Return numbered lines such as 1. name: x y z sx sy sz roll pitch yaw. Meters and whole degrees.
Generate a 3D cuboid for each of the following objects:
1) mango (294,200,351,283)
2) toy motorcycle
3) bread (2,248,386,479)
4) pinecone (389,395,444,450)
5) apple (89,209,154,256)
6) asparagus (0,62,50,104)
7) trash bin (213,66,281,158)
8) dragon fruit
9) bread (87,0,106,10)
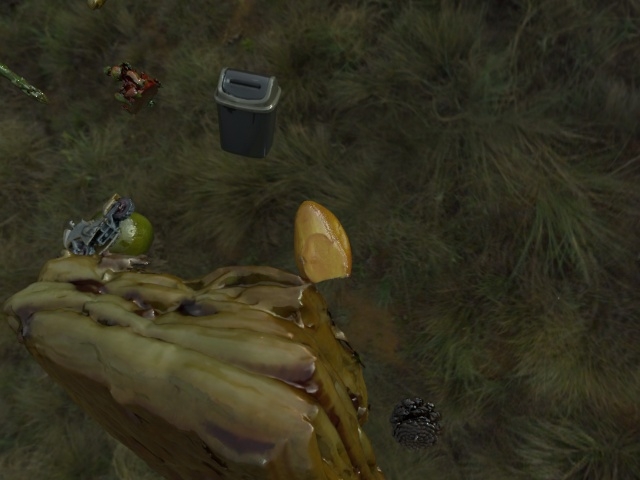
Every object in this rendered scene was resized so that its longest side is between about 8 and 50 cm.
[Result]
1. mango: 0.000 0.000 1.766 0.187 0.138 0.257 -10 91 -22
2. toy motorcycle: -0.609 -0.037 1.523 0.129 0.094 0.229 28 74 33
3. bread: -0.086 0.132 0.514 0.324 0.278 0.167 13 50 31
4. pinecone: 0.245 0.460 1.436 0.140 0.121 0.140 1 115 3
5. apple: -0.616 -0.010 1.728 0.196 0.196 0.157 -9 60 22
6. asparagus: -0.640 -0.342 1.110 0.034 0.236 0.027 14 72 50
7. trash bin: -0.246 -0.436 1.905 0.209 0.290 0.182 11 46 3
8. dragon fruit: -0.511 -0.426 1.555 0.142 0.175 0.138 -2 49 45
9. bread: -0.538 -0.601 1.382 0.033 0.049 0.088 37 73 -19
